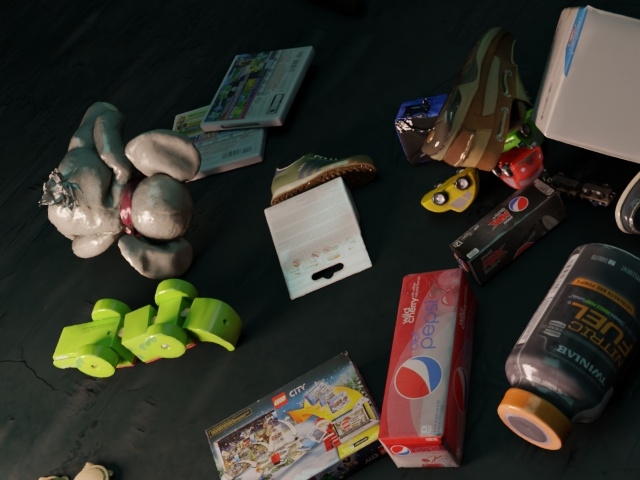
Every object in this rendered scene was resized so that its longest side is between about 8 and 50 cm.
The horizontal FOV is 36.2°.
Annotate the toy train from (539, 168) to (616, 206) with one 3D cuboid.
[{"bbox_3d":[0.364,-0.077,1.439,0.158,0.036,0.027,21,55,44],"label":"toy train"}]

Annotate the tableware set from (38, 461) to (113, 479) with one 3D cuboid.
[{"bbox_3d":[-0.382,0.402,1.436,0.141,0.020,0.169,-7,47,22],"label":"tableware set"}]

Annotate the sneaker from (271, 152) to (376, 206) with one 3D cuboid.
[{"bbox_3d":[0.000,-0.121,1.667,0.192,0.064,0.086,-20,48,17],"label":"sneaker"}]

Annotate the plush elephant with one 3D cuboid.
[{"bbox_3d":[-0.326,-0.076,1.704,0.330,0.255,0.272,-108,33,-78],"label":"plush elephant"}]

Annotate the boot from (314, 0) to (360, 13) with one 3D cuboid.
[{"bbox_3d":[0.058,-0.586,2.045,0.207,0.094,0.246,-46,38,-9],"label":"boot"}]

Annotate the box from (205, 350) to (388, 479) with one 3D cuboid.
[{"bbox_3d":[-0.030,0.272,1.335,0.233,0.044,0.159,-30,43,2],"label":"box"}]

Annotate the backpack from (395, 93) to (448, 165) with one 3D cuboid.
[{"bbox_3d":[0.196,-0.192,1.599,0.120,0.098,0.101,-2,46,29],"label":"backpack"}]

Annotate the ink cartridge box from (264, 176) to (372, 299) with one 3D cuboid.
[{"bbox_3d":[0.000,0.000,1.589,0.145,0.045,0.179,-23,61,9],"label":"ink cartridge box"}]

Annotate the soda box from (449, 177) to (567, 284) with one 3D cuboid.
[{"bbox_3d":[0.273,-0.015,1.416,0.169,0.060,0.053,-38,40,-6],"label":"soda box"}]

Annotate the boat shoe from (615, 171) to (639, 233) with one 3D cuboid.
[{"bbox_3d":[0.518,-0.079,1.314,0.254,0.095,0.079,-27,31,-8],"label":"boat shoe"}]

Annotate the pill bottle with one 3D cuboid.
[{"bbox_3d":[0.314,0.134,1.203,0.130,0.130,0.246,17,62,40],"label":"pill bottle"}]

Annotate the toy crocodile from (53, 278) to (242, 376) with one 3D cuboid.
[{"bbox_3d":[-0.284,0.152,1.564,0.340,0.105,0.115,-16,45,23],"label":"toy crocodile"}]

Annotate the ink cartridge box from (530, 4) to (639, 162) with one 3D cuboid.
[{"bbox_3d":[0.395,-0.212,1.319,0.168,0.171,0.233,15,15,3],"label":"ink cartridge box"}]

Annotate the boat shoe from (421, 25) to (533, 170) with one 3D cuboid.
[{"bbox_3d":[0.251,-0.203,1.471,0.119,0.123,0.324,28,46,2],"label":"boat shoe"}]

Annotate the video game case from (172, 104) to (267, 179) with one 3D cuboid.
[{"bbox_3d":[-0.199,-0.199,1.887,0.212,0.023,0.193,-14,45,20],"label":"video game case"}]

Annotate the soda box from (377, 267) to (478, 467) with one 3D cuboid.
[{"bbox_3d":[0.148,0.166,1.303,0.092,0.083,0.263,-8,48,24],"label":"soda box"}]

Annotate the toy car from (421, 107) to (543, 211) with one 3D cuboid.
[{"bbox_3d":[0.286,-0.127,1.490,0.239,0.053,0.225,-23,19,51],"label":"toy car"}]

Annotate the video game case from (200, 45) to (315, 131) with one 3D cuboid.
[{"bbox_3d":[-0.120,-0.293,1.894,0.183,0.023,0.201,0,52,30],"label":"video game case"}]
